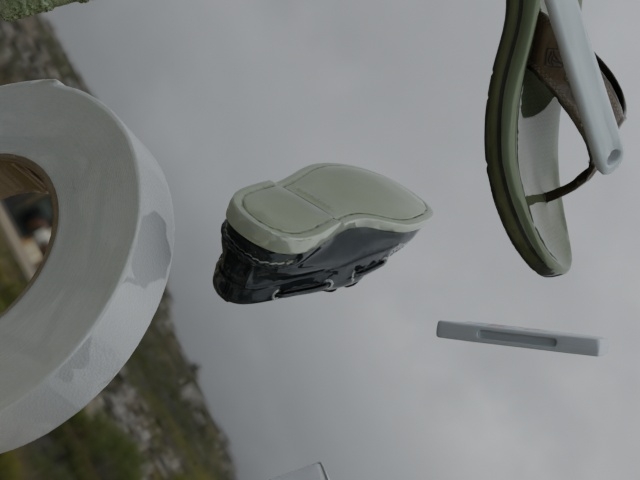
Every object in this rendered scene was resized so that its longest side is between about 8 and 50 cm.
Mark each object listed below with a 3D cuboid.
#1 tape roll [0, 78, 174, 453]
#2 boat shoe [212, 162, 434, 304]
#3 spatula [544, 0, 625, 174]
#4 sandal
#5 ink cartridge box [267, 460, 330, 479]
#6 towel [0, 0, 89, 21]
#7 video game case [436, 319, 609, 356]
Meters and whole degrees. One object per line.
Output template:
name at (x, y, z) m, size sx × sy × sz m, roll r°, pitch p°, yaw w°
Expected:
tape roll at (-0.326, 0.020, 1.230) m, size 0.392 × 0.392 × 0.072 m, roll 50°, pitch 0°, yaw 37°
boat shoe at (0.003, 0.002, 1.289) m, size 0.127 × 0.340 × 0.113 m, roll 33°, pitch -67°, yaw 17°
spatula at (0.146, -0.143, 0.533) m, size 0.019 × 0.168 × 0.242 m, roll 38°, pitch -12°, yaw 41°
sandal at (0.183, -0.122, 0.928) m, size 0.086 × 0.120 × 0.303 m, roll 6°, pitch -87°, yaw 27°
ink cartridge box at (-0.029, 0.293, 1.060) m, size 0.082 × 0.139 × 0.191 m, roll -108°, pitch 179°, yaw -53°
towel at (-0.212, -0.247, 0.986) m, size 0.027 × 0.110 × 0.148 m, roll 45°, pitch 35°, yaw -68°
video game case at (0.191, 0.090, 1.162) m, size 0.157 × 0.143 × 0.019 m, roll 16°, pitch 80°, yaw -74°
